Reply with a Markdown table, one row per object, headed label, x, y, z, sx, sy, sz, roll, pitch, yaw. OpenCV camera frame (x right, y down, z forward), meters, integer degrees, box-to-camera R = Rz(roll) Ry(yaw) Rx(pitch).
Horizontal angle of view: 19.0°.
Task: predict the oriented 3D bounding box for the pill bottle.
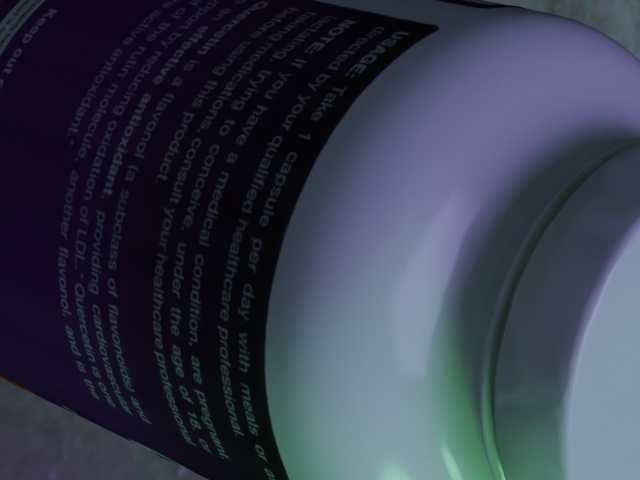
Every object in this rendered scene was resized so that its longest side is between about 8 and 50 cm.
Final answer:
| label | x | y | z | sx | sy | sz | roll | pitch | yaw |
| --- | --- | --- | --- | --- | --- | --- | --- | --- | --- |
| pill bottle | 0.000 | 0.000 | 0.651 | 0.181 | 0.323 | 0.181 | -16 | 114 | -40 |
